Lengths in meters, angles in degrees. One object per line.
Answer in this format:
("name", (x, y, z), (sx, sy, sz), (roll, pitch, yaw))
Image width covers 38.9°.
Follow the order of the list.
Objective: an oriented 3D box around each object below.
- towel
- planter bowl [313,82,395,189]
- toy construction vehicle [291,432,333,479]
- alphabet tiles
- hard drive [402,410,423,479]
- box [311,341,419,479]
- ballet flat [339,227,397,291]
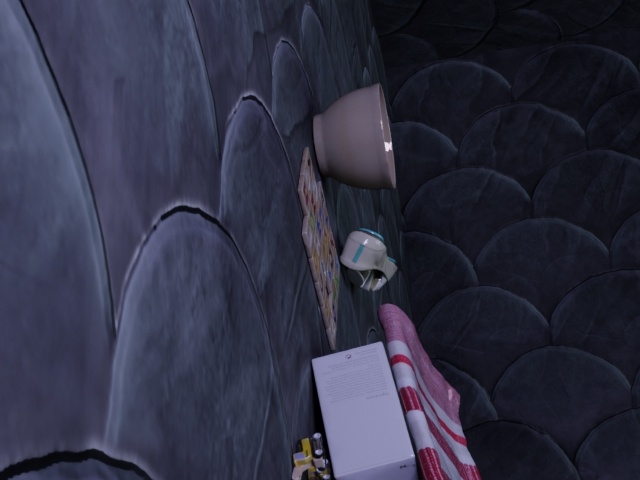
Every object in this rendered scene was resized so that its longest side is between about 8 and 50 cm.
("towel", (0.155, 0.259, 1.087), (0.237, 0.037, 0.329), (54, 16, -43))
("planter bowl", (0.049, -0.150, 1.375), (0.162, 0.109, 0.162), (-7, 90, -81))
("toy construction vehicle", (-0.007, 0.250, 0.933), (0.098, 0.035, 0.085), (-97, 177, -58))
("alphabet tiles", (0.000, 0.000, 1.261), (0.198, 0.009, 0.237), (-84, 164, -56))
("hard drive", (0.123, 0.334, 1.302), (0.307, 0.040, 0.203), (-128, -157, -63))
("box", (0.057, 0.231, 1.068), (0.170, 0.091, 0.130), (-103, 178, -48))
("ballet flat", (0.077, 0.045, 1.541), (0.248, 0.086, 0.086), (50, 33, -71))
